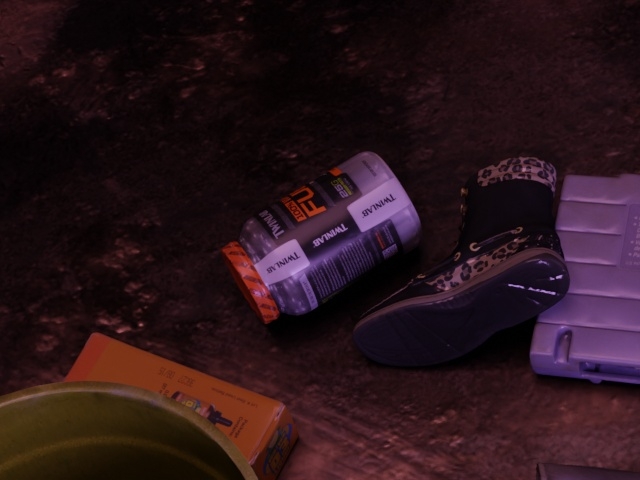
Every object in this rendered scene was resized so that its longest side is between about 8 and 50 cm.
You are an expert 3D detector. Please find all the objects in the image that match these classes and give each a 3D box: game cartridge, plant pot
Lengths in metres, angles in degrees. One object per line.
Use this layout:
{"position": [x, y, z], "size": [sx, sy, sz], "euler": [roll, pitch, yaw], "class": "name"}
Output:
{"position": [0.399, 0.044, 1.663], "size": [0.355, 0.068, 0.230], "euler": [5, 53, 18], "class": "game cartridge"}
{"position": [-0.173, 0.363, 1.400], "size": [0.366, 0.353, 0.366], "euler": [-7, 54, 9], "class": "plant pot"}

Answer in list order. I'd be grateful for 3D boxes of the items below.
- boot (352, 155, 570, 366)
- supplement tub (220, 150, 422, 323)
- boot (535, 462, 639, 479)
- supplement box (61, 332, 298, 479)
{"position": [0.144, 0.022, 1.721], "size": [0.236, 0.085, 0.178], "euler": [-25, 35, 26], "class": "boot"}
{"position": [0.000, 0.000, 1.758], "size": [0.190, 0.117, 0.117], "euler": [-31, 54, -9], "class": "supplement tub"}
{"position": [0.298, 0.272, 1.490], "size": [0.208, 0.076, 0.189], "euler": [4, 40, -8], "class": "boot"}
{"position": [-0.142, 0.172, 1.699], "size": [0.233, 0.080, 0.078], "euler": [18, 63, 26], "class": "supplement box"}
